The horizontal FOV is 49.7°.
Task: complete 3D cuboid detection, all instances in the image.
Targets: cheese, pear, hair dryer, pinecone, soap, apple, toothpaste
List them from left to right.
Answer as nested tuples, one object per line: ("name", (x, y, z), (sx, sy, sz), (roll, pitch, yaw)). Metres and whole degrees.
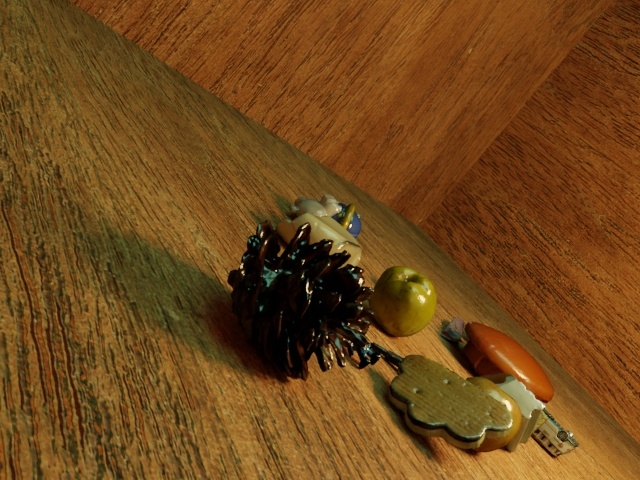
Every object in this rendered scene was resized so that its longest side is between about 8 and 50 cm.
("pinecone", (-0.035, 0.105, 1.269), (0.296, 0.242, 0.298), (40, 7, 12))
("cheese", (0.000, 0.000, 2.050), (0.233, 0.127, 0.266), (40, 9, 20))
("pear", (0.232, 0.177, 1.960), (0.200, 0.200, 0.200), (37, 12, -9))
("hair dryer", (0.205, 0.319, 1.691), (0.219, 0.075, 0.195), (33, 18, 20))
("toothpaste", (0.490, 0.326, 2.512), (0.075, 0.048, 0.301), (46, 15, 7))
("apple", (0.377, 0.409, 1.621), (0.182, 0.155, 0.182), (36, -2, 2))
("soap", (0.487, 0.441, 1.760), (0.119, 0.067, 0.198), (46, -26, 33))

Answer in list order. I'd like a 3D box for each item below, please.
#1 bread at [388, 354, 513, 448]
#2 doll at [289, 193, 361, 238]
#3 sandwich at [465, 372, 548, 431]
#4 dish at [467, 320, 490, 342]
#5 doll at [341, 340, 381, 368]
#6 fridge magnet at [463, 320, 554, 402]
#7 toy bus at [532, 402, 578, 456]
("bread", (0.259, 0.357, 1.495), (0.207, 0.056, 0.287), (-21, 40, -39))
("doll", (0.025, -0.076, 2.320), (0.243, 0.159, 0.311), (40, 15, -4))
("sandwich", (0.533, 0.452, 1.988), (0.122, 0.128, 0.235), (40, 9, -41))
("dish", (0.634, 0.389, 2.628), (0.151, 0.077, 0.212), (47, 14, 27))
("doll", (0.058, 0.208, 1.592), (0.096, 0.070, 0.195), (-9, 51, -52))
("fridge magnet", (0.618, 0.411, 2.309), (0.364, 0.155, 0.363), (37, 12, -9))
("toy bus", (0.681, 0.567, 2.086), (0.194, 0.089, 0.087), (47, 13, 31))
